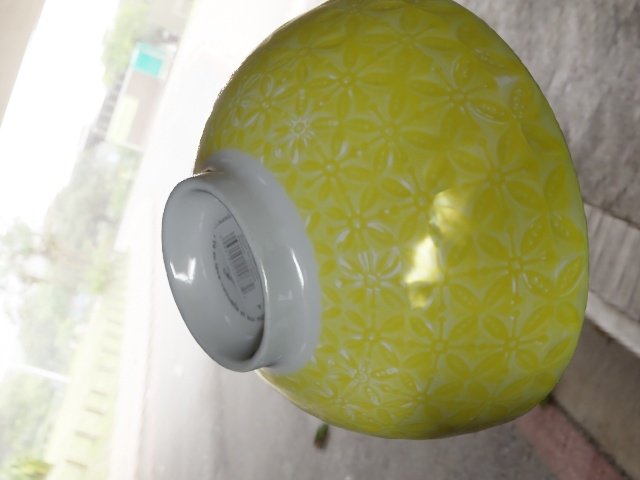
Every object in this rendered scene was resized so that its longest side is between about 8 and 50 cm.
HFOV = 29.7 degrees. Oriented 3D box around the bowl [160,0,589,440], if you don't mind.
[{"bbox_3d":[0.000,0.000,0.721,0.289,0.156,0.289,29,127,47],"label":"bowl"}]
